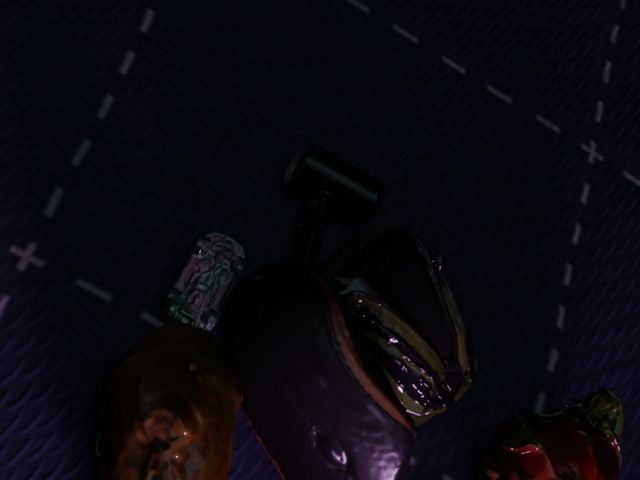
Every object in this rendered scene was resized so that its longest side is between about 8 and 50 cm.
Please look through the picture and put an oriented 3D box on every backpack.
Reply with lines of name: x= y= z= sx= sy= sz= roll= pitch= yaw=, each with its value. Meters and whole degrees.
backpack: x=0.098 y=0.111 z=2.144 sx=0.253 sy=0.140 sz=0.207 roll=53 pitch=48 yaw=-6

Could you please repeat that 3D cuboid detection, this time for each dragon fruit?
dragon fruit: x=0.284 y=0.278 z=2.119 sx=0.200 sy=0.198 sz=0.269 roll=40 pitch=63 yaw=-34

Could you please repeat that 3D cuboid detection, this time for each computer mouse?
computer mouse: x=-0.013 y=0.175 z=2.002 sx=0.323 sy=0.183 sz=0.116 roll=60 pitch=25 yaw=14

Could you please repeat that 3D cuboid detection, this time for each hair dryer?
hair dryer: x=0.000 y=0.000 z=2.218 sx=0.128 sy=0.070 sz=0.255 roll=27 pitch=57 yaw=-17

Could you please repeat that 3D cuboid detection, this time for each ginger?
ginger: x=-0.177 y=0.227 z=1.875 sx=0.165 sy=0.172 sz=0.321 roll=-2 pitch=56 yaw=12

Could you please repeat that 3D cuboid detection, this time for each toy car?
toy car: x=-0.144 y=0.056 z=2.082 sx=0.069 sy=0.055 sz=0.142 roll=29 pitch=59 yaw=-3
